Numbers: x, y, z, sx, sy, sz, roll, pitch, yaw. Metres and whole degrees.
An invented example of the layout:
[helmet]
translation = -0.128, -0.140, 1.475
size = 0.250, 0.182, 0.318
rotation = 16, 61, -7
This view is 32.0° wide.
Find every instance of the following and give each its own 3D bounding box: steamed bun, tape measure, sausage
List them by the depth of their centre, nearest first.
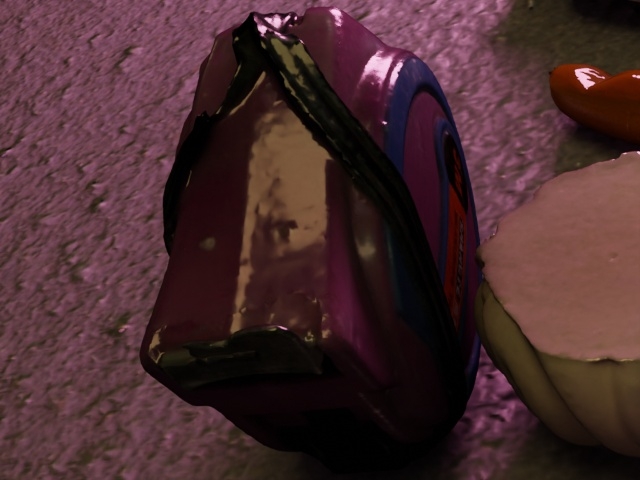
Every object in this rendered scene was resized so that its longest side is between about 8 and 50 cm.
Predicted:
[steamed bun]
translation = 0.171, 0.036, 0.600
size = 0.183, 0.106, 0.183
rotation = -17, 37, 13
[tape measure]
translation = 0.000, 0.000, 0.615
size = 0.149, 0.245, 0.231
rotation = -9, 57, 20
[sausage]
translation = 0.227, -0.089, 0.754
size = 0.183, 0.054, 0.062
rotation = 17, 22, 42
